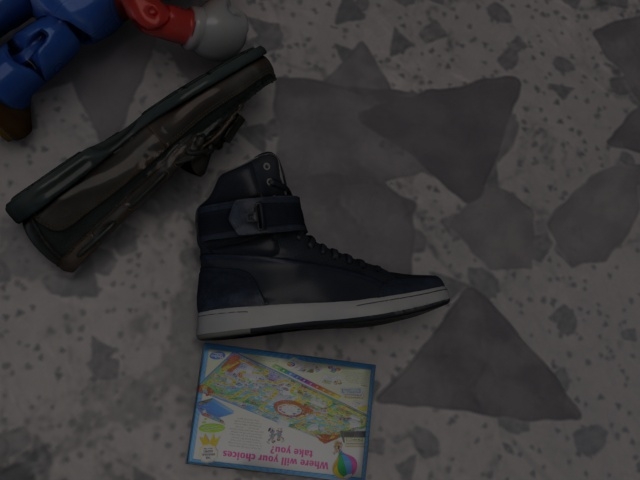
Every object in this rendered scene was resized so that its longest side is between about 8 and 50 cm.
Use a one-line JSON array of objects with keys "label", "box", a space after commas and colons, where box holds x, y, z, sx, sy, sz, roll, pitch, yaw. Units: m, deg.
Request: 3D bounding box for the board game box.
[{"label": "board game box", "box": [-0.033, 0.151, 0.720, 0.154, 0.026, 0.103, 9, 74, -7]}]

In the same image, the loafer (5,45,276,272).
[{"label": "loafer", "box": [-0.145, -0.074, 0.742, 0.268, 0.096, 0.084, -35, 103, -10]}]

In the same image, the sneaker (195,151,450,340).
[{"label": "sneaker", "box": [0.000, 0.000, 0.735, 0.226, 0.086, 0.163, -3, 78, -9]}]

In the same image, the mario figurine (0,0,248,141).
[{"label": "mario figurine", "box": [-0.196, -0.228, 0.770, 0.321, 0.170, 0.198, -38, 120, -6]}]
